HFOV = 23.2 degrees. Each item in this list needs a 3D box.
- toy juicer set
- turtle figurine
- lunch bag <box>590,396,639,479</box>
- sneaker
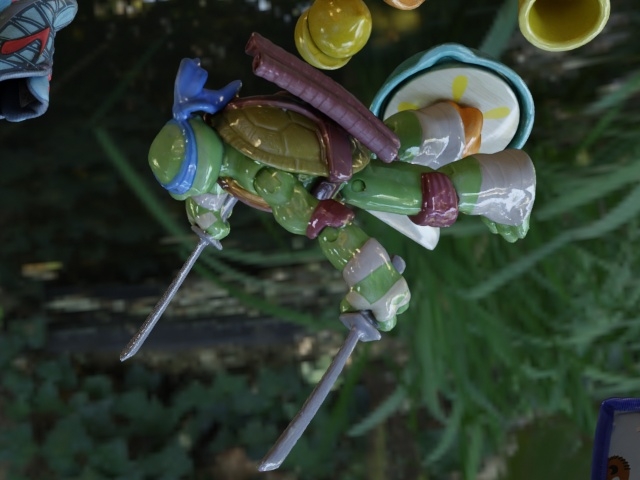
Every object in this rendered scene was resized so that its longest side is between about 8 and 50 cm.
[{"bbox_3d":[0.068,-0.107,1.240,0.209,0.089,0.329,13,132,-18],"label":"toy juicer set"},{"bbox_3d":[0.000,0.000,1.083,0.266,0.275,0.198,-8,177,-31],"label":"turtle figurine"},{"bbox_3d":[0.374,0.403,1.591,0.239,0.385,0.328,-3,135,18],"label":"lunch bag"},{"bbox_3d":[-0.318,-0.172,1.578,0.262,0.125,0.104,-46,177,-47],"label":"sneaker"}]
